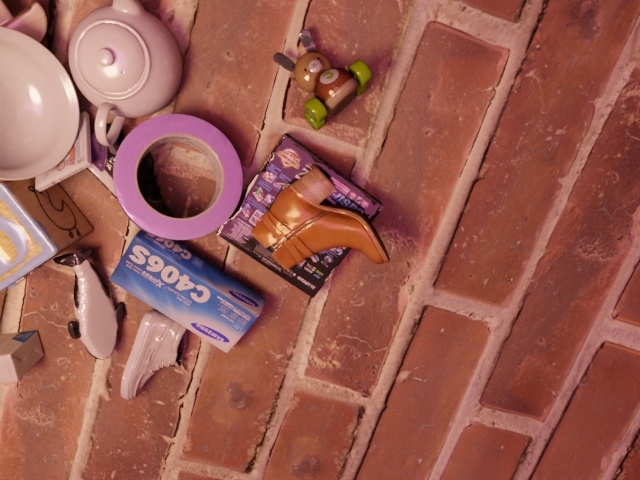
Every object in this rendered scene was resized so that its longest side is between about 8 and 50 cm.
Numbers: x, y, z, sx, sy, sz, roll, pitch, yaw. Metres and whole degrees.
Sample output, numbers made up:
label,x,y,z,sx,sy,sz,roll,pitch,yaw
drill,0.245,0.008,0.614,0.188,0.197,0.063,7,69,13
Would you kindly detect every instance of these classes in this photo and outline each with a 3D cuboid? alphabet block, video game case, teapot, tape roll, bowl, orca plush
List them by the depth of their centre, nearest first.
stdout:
label,x,y,z,sx,sy,sz,roll,pitch,yaw
bowl,-0.669,-0.276,1.050,0.134,0.298,0.298,8,110,35
teapot,-0.425,-0.373,1.082,0.252,0.187,0.256,-30,106,7
tape roll,-0.318,-0.138,1.148,0.274,0.090,0.275,0,90,-22
video game case,-0.581,-0.202,1.152,0.143,0.157,0.019,-24,150,11
alphabet block,-0.687,-0.026,1.169,0.193,0.197,0.192,-30,105,7
orca plush,-0.596,0.160,1.274,0.102,0.151,0.287,6,126,33

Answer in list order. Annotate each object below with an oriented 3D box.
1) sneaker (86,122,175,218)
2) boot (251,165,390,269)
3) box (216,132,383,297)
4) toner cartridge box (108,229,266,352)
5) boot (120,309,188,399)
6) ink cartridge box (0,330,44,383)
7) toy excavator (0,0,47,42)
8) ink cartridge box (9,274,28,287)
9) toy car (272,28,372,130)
label,x,y,z,sx,sy,sz,roll,pitch,yaw
sneaker,-0.426,-0.148,1.192,0.124,0.107,0.283,-43,103,4
boot,0.000,0.000,1.166,0.220,0.109,0.283,-43,100,9
box,-0.050,-0.056,1.243,0.295,0.073,0.293,34,101,-10
toner cartridge box,-0.326,0.122,1.262,0.347,0.075,0.165,34,121,-11
boot,-0.426,0.315,1.325,0.123,0.095,0.258,20,104,0
ink cartridge box,-0.851,0.302,1.290,0.231,0.134,0.078,-7,107,1
toy excavator,-0.677,-0.654,0.961,0.433,0.222,0.445,26,103,-39
ink cartridge box,-0.783,0.070,1.280,0.048,0.028,0.083,-33,104,7
toy car,-0.008,-0.370,1.127,0.155,0.149,0.188,-41,91,-3
